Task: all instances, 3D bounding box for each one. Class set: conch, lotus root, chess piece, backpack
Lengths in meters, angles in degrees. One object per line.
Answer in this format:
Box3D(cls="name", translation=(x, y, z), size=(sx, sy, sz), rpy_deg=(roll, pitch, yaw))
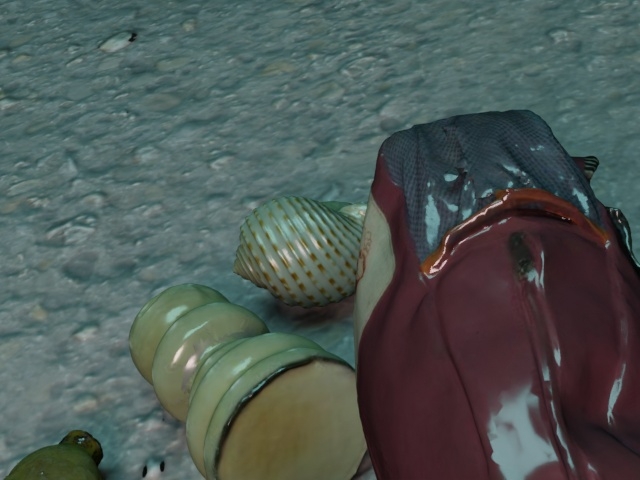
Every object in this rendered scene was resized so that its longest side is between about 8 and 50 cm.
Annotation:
Box3D(cls="conch", translation=(-0.002, 0.006, 0.965), size=(0.153, 0.102, 0.135), rpy_deg=(2, 16, -10))
Box3D(cls="lotus root", translation=(-0.204, 0.210, 0.790), size=(0.090, 0.077, 0.183), rpy_deg=(-8, 37, 13))
Box3D(cls="chess piece", translation=(-0.076, 0.105, 0.847), size=(0.133, 0.133, 0.243), rpy_deg=(-31, 32, -19))
Box3D(cls="backpack", translation=(0.125, 0.106, 0.609), size=(0.197, 0.283, 0.317), rpy_deg=(-14, 34, -1))
